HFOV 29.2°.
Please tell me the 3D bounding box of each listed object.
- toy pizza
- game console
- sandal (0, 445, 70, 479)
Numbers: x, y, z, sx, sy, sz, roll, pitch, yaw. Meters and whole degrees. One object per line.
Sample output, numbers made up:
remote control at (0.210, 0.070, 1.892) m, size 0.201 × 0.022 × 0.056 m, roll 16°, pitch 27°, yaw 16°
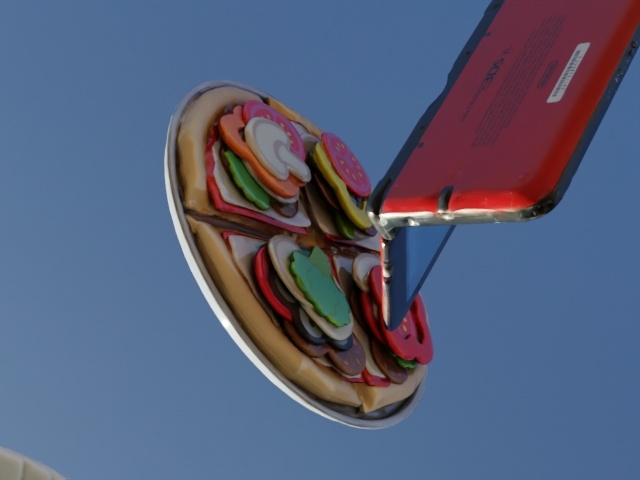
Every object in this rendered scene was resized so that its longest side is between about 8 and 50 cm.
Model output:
toy pizza at (0.000, 0.000, 0.630) m, size 0.032 × 0.201 × 0.201 m, roll -31°, pitch -99°, yaw 27°
game console at (0.086, -0.036, 0.531) m, size 0.085 × 0.124 × 0.144 m, roll 53°, pitch -127°, yaw -32°
sandal at (-0.178, 0.303, 0.927) m, size 0.416 × 0.102 × 0.169 m, roll 41°, pitch -115°, yaw -16°
